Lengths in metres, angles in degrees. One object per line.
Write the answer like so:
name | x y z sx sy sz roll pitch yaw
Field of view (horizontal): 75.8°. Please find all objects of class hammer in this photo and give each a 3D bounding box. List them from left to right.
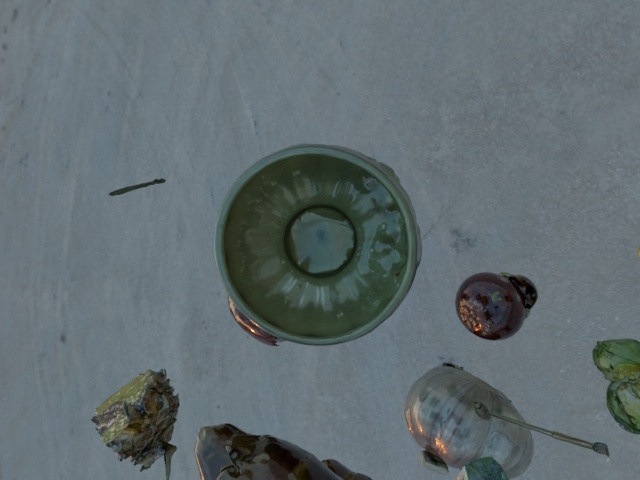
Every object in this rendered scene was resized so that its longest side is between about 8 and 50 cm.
hammer | 0.204 0.179 0.392 0.123 0.029 0.014 -3 42 53

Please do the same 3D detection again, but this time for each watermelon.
watermelon | 0.255 0.391 0.655 0.072 0.085 0.092 -25 34 55

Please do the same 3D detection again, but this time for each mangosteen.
mangosteen | 0.388 0.142 0.892 0.156 0.182 0.145 2 90 64

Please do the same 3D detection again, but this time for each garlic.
garlic | 0.350 0.432 0.982 0.322 0.322 0.240 6 94 45

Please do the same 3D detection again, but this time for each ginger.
ginger | -0.015 0.360 0.550 0.152 0.358 0.274 -55 26 -6

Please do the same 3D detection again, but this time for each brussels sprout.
brussels sprout | 0.284 0.132 0.382 0.046 0.051 0.083 -5 94 48

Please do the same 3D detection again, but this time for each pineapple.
pineapple | -0.343 0.361 0.837 0.158 0.161 0.335 50 148 -7

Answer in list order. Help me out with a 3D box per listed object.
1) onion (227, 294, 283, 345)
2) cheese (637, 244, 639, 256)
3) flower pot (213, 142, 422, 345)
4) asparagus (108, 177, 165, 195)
onion | -0.099 0.128 1.040 0.277 0.277 0.275 -7 81 44
cheese | 0.584 -0.020 0.592 0.093 0.171 0.126 -110 13 -60
flower pot | 0.000 0.000 0.667 0.308 0.244 0.306 0 94 3
asparagus | -0.381 -0.112 0.862 0.016 0.166 0.013 46 116 -1
